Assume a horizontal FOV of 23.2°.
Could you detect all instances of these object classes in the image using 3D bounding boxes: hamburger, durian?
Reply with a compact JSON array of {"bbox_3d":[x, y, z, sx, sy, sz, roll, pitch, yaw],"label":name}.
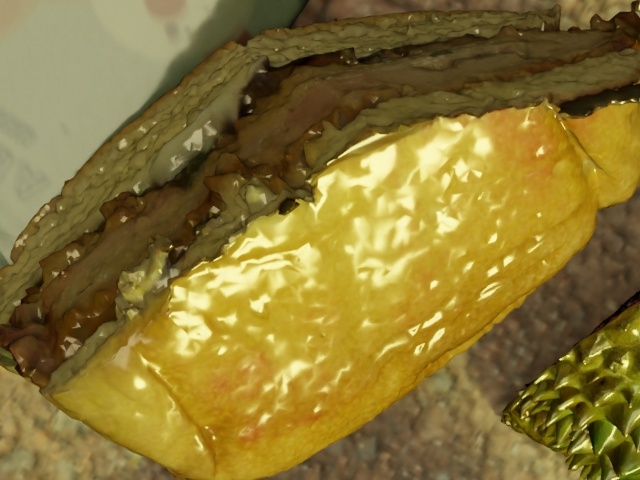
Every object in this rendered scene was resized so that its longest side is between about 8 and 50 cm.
[{"bbox_3d":[0.000,0.000,0.688,0.282,0.155,0.245,1,117,-25],"label":"hamburger"},{"bbox_3d":[0.181,0.062,0.698,0.187,0.119,0.108,-38,84,4],"label":"durian"}]

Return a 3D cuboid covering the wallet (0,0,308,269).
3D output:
[{"bbox_3d":[-0.128,-0.155,0.745,0.252,0.083,0.360,35,94,-1],"label":"wallet"}]
